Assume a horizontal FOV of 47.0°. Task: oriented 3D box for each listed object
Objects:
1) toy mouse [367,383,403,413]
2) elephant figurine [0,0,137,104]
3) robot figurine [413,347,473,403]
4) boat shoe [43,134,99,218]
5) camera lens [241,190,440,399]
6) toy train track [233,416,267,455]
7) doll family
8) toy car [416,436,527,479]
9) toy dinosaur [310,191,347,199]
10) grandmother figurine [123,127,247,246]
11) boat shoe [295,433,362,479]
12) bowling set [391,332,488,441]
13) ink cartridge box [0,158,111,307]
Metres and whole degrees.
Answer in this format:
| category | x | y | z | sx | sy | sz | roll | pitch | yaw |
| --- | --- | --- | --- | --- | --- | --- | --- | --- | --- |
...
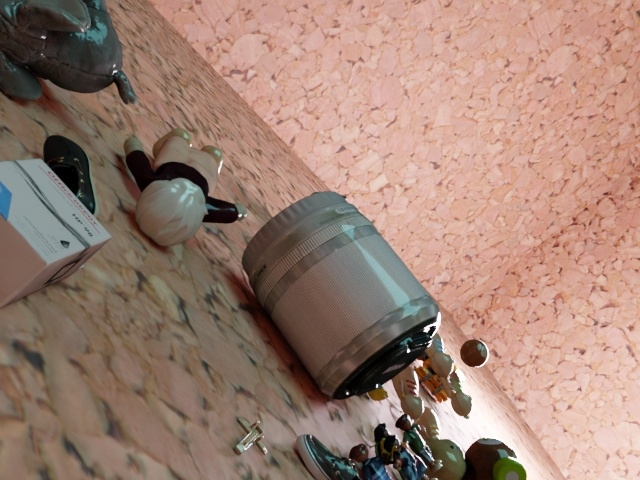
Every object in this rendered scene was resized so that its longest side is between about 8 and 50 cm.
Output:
| category | x | y | z | sx | sy | sz | roll | pitch | yaw |
| --- | --- | --- | --- | --- | --- | --- | --- | --- | --- |
| toy mouse | 0.070 | 0.228 | 1.307 | 0.143 | 0.031 | 0.161 | 57 | -6 | -36 |
| elephant figurine | -0.372 | -0.260 | 0.929 | 0.239 | 0.186 | 0.169 | -32 | 125 | -71 |
| robot figurine | 0.305 | 0.337 | 1.906 | 0.211 | 0.085 | 0.291 | 50 | 8 | 5 |
| boat shoe | -0.282 | -0.075 | 0.815 | 0.133 | 0.049 | 0.042 | 61 | 5 | 34 |
| camera lens | 0.033 | 0.088 | 1.139 | 0.274 | 0.219 | 0.219 | 53 | 9 | 20 |
| toy train track | -0.073 | 0.209 | 0.780 | 0.048 | 0.014 | 0.083 | 50 | 9 | 6 |
| doll family | 0.107 | 0.312 | 1.052 | 0.111 | 0.076 | 0.193 | 55 | 12 | 5 |
| toy car | 0.220 | 0.364 | 1.232 | 0.188 | 0.149 | 0.155 | 37 | -3 | -3 |
| toy dinosaur | 0.000 | 0.000 | 1.419 | 0.127 | 0.200 | 0.296 | 50 | 8 | 4 |
| grandmother figurine | -0.206 | -0.078 | 1.098 | 0.208 | 0.104 | 0.342 | 20 | 18 | -9 |
| boat shoe | 0.028 | 0.283 | 0.878 | 0.142 | 0.040 | 0.049 | 50 | 9 | 1 |
| bowling set | 0.219 | 0.249 | 1.356 | 0.287 | 0.200 | 0.154 | 57 | 9 | -18 |
| ink cartridge box | -0.257 | -0.015 | 0.651 | 0.104 | 0.060 | 0.180 | 49 | 9 | -4 |
